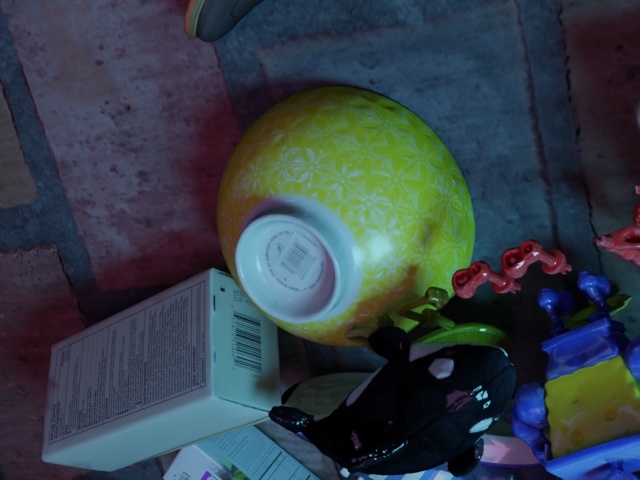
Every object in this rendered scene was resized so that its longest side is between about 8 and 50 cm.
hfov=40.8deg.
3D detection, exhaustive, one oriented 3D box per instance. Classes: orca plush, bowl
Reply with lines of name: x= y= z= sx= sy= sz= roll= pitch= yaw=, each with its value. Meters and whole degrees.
orca plush: x=0.043 y=0.165 z=0.787 sx=0.287 sy=0.102 sz=0.151 roll=-11 pitch=101 yaw=45
bowl: x=0.000 y=0.000 z=0.883 sx=0.289 sy=0.156 sz=0.290 roll=10 pitch=116 yaw=22

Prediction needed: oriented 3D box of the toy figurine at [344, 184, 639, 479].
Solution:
toy figurine: x=0.207 y=0.138 z=0.761 sx=0.362 sy=0.191 sz=0.217 roll=-29 pitch=54 yaw=33

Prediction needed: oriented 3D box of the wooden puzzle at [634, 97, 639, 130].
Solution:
wooden puzzle: x=0.387 y=-0.059 z=0.675 sx=0.238 sy=0.044 sz=0.221 roll=-26 pitch=100 yaw=2

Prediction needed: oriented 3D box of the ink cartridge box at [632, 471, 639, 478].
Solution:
ink cartridge box: x=0.335 y=0.234 z=0.771 sx=0.193 sy=0.234 sz=0.088 roll=-15 pitch=105 yaw=32

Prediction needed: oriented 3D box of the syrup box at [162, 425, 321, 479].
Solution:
syrup box: x=-0.076 y=0.328 z=1.105 sx=0.236 sy=0.096 sz=0.093 roll=37 pitch=124 yaw=6

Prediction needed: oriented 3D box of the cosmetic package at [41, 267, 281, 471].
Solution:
cosmetic package: x=-0.198 y=0.167 z=1.043 sx=0.309 sy=0.113 sz=0.160 roll=-24 pitch=56 yaw=34

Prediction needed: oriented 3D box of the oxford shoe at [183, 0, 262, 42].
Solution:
oxford shoe: x=-0.029 y=-0.266 z=0.817 sx=0.098 sy=0.097 sz=0.271 roll=48 pitch=124 yaw=-7

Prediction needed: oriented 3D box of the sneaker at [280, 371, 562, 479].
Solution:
sneaker: x=0.110 y=0.289 z=0.971 sx=0.322 sy=0.130 sz=0.236 roll=4 pitch=110 yaw=19
